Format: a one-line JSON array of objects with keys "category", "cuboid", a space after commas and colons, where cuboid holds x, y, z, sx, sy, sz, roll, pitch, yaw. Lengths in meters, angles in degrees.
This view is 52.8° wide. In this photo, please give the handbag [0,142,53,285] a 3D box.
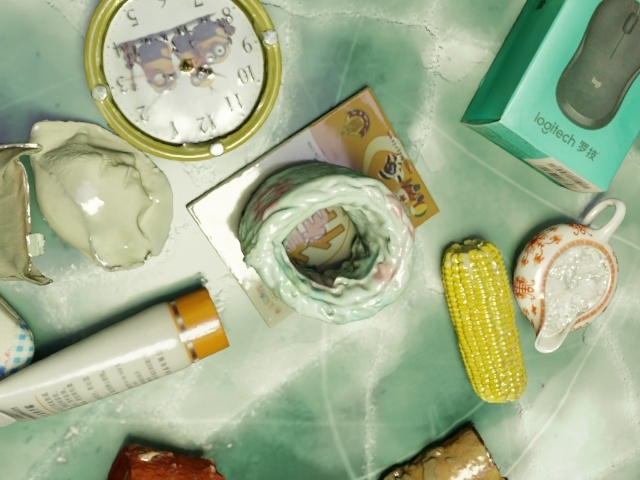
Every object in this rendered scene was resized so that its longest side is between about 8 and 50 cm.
[{"category": "handbag", "cuboid": [-0.424, -0.012, 0.663, 0.270, 0.117, 0.182, -6, 99, -23]}]

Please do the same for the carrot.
[{"category": "carrot", "cuboid": [0.148, 0.381, 0.962, 0.263, 0.102, 0.102, -30, 106, -6]}]

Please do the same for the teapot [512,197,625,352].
[{"category": "teapot", "cuboid": [0.366, 0.043, 0.950, 0.159, 0.116, 0.245, 25, 96, -5]}]

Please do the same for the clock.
[{"category": "clock", "cuboid": [-0.165, -0.214, 0.790, 0.237, 0.057, 0.237, -2, 101, -12]}]

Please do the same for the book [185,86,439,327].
[{"category": "book", "cuboid": [-0.003, -0.043, 0.883, 0.295, 0.020, 0.208, -35, 107, -6]}]

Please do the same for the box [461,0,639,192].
[{"category": "box", "cuboid": [0.366, -0.247, 0.891, 0.205, 0.118, 0.311, 29, 92, -19]}]

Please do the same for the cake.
[{"category": "cake", "cuboid": [-0.221, 0.399, 0.821, 0.151, 0.177, 0.283, 17, 94, -17]}]

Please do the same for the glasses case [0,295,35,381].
[{"category": "glasses case", "cuboid": [-0.478, 0.055, 0.744, 0.125, 0.076, 0.327, -41, 107, -8]}]

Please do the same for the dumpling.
[{"category": "dumpling", "cuboid": [-0.256, -0.062, 0.774, 0.155, 0.111, 0.181, -26, 115, -40]}]

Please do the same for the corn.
[{"category": "corn", "cuboid": [0.238, 0.118, 0.937, 0.093, 0.093, 0.244, -19, 104, -11]}]

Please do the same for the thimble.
[{"category": "thimble", "cuboid": [0.000, 0.000, 0.804, 0.211, 0.149, 0.185, -1, 103, -15]}]

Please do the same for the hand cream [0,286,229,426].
[{"category": "hand cream", "cuboid": [-0.272, 0.161, 0.809, 0.314, 0.140, 0.089, -23, 69, -16]}]
